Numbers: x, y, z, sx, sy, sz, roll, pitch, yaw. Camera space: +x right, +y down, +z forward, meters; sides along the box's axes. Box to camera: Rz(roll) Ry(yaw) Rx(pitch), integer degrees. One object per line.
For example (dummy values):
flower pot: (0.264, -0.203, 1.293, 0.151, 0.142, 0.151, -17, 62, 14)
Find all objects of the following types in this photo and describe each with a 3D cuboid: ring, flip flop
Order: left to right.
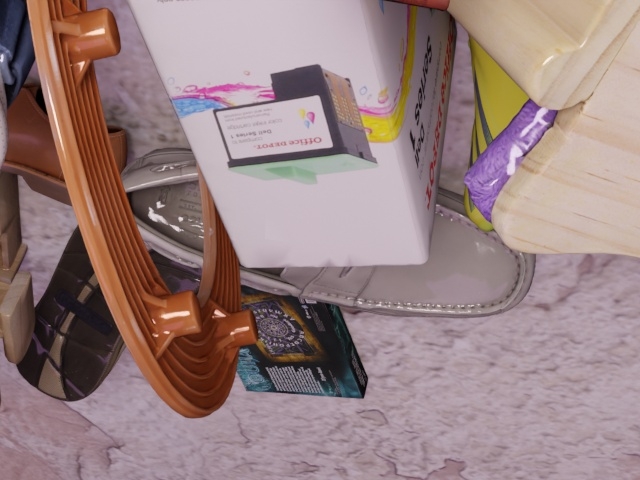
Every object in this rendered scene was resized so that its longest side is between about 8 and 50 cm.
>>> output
flip flop: (-0.175, 0.040, 1.013, 0.112, 0.080, 0.277, 39, 123, -2)
ring: (-0.083, -0.071, 0.638, 0.032, 0.336, 0.336, -12, 139, 6)

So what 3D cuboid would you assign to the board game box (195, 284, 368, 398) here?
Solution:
board game box: (-0.036, 0.087, 1.080, 0.126, 0.026, 0.186, 2, 142, 18)

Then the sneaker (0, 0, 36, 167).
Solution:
sneaker: (-0.196, -0.118, 0.594, 0.130, 0.236, 0.323, 3, 173, 3)

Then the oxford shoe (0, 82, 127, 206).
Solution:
oxford shoe: (-0.248, -0.094, 0.898, 0.212, 0.076, 0.076, 17, 114, 1)

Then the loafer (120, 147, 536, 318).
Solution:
loafer: (0.000, 0.000, 0.860, 0.320, 0.111, 0.112, 9, 100, 7)

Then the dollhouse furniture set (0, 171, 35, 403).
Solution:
dollhouse furniture set: (-0.337, 0.044, 0.948, 0.212, 0.242, 0.161, 16, 144, -1)

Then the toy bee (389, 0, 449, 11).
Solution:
toy bee: (0.060, -0.228, 0.398, 0.195, 0.162, 0.298, 32, 103, 1)

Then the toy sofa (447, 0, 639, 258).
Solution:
toy sofa: (0.222, -0.071, 0.556, 0.363, 0.150, 0.177, 15, 118, -26)

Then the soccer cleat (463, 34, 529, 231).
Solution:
soccer cleat: (0.132, -0.110, 0.728, 0.121, 0.093, 0.289, 41, 153, 17)

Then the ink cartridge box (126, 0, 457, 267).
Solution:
ink cartridge box: (-0.007, -0.144, 0.610, 0.117, 0.201, 0.278, 0, 141, 15)
